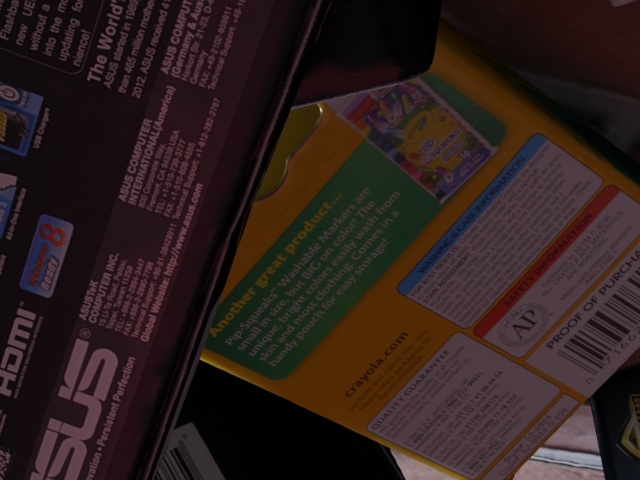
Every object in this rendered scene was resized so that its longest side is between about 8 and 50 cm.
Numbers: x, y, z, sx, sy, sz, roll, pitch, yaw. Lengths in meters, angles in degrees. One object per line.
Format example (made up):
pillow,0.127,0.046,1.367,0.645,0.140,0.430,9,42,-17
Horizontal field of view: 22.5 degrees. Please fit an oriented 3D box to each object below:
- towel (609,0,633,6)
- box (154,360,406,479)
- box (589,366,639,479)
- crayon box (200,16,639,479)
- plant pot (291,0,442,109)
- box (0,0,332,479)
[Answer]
towel,0.153,-0.230,0.629,0.248,0.038,0.325,-20,143,26
box,-0.118,0.233,1.094,0.296,0.183,0.294,-22,154,-22
box,0.288,0.180,1.098,0.175,0.220,0.051,-21,147,27
crayon box,0.046,-0.003,0.859,0.323,0.083,0.203,29,109,-40
plant pot,-0.063,-0.147,0.598,0.187,0.188,0.167,-11,112,13
box,-0.142,-0.129,0.468,0.318,0.097,0.395,20,113,-3
